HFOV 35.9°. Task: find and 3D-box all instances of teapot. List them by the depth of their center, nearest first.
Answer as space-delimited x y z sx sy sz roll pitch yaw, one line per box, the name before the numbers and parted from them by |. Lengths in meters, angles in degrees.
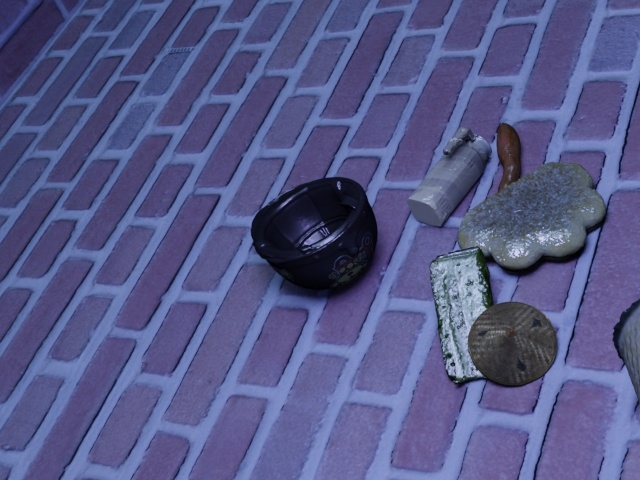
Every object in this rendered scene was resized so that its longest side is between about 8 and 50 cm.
teapot | 0.251 -0.134 1.929 0.077 0.107 0.200 17 58 43

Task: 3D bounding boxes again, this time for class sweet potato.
sweet potato | 0.365 -0.144 1.924 0.050 0.050 0.214 -8 51 22

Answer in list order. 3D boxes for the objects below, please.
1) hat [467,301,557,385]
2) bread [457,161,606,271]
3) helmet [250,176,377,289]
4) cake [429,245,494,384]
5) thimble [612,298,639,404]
hat | 0.309 0.157 1.597 0.146 0.067 0.146 -5 66 10
bread | 0.397 -0.040 1.779 0.287 0.056 0.207 -35 42 -13
helmet | 0.000 0.000 1.898 0.230 0.160 0.279 -41 28 -14
cake | 0.257 0.141 1.709 0.100 0.099 0.235 -13 64 14
thimble | 0.550 0.168 1.342 0.271 0.270 0.150 -18 45 13
